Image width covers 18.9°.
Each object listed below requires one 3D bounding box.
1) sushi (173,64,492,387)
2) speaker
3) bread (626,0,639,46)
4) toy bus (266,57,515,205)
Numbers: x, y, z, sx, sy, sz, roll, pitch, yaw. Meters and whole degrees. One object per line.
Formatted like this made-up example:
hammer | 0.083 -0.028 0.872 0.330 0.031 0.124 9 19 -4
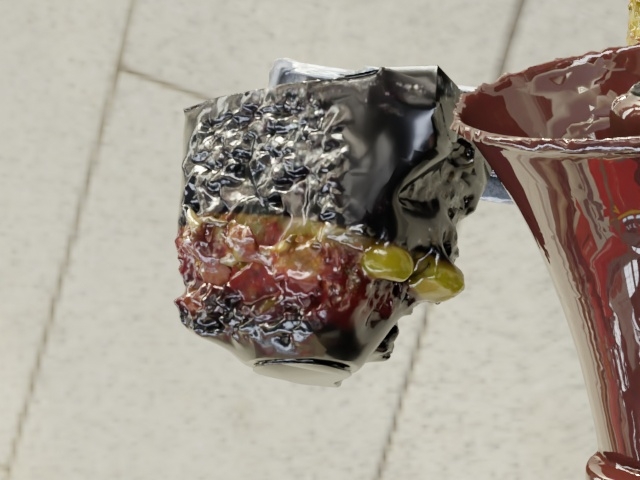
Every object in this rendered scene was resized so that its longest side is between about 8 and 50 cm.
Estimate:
sushi | 0.000 0.000 1.063 0.172 0.153 0.150 0 77 21
speaker | 0.204 0.056 0.931 0.198 0.259 0.330 3 116 36
bread | 0.345 -0.125 0.986 0.380 0.109 0.185 2 86 30
toy bus | 0.126 -0.073 1.496 0.342 0.138 0.097 9 93 8
